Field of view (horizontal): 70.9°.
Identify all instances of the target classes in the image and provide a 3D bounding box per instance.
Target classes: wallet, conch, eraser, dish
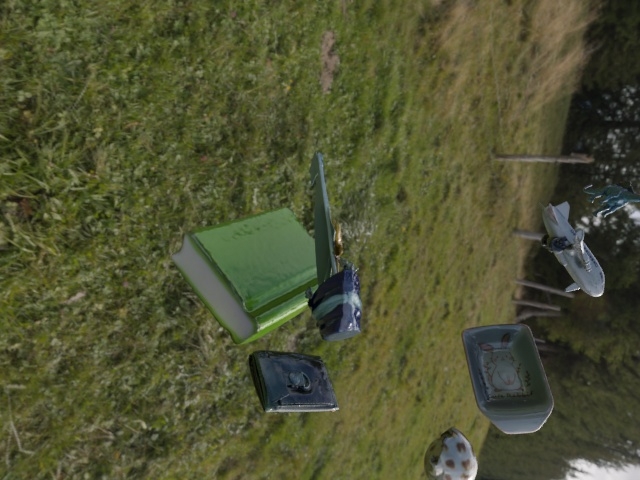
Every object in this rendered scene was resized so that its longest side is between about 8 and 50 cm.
[{"bbox_3d":[-0.062,0.355,1.135,0.236,0.160,0.055,15,128,-39],"label":"wallet"},{"bbox_3d":[0.405,0.679,1.382,0.182,0.149,0.275,-51,161,3],"label":"conch"},{"bbox_3d":[-0.104,0.054,0.833,0.092,0.210,0.274,-45,169,32],"label":"eraser"},{"bbox_3d":[0.404,0.303,0.985,0.064,0.154,0.234,75,12,-49],"label":"dish"}]

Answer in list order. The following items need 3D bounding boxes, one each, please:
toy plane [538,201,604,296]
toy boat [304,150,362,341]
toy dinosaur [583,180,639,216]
[{"bbox_3d":[0.403,0.015,0.728,0.171,0.066,0.162,68,16,0],"label":"toy plane"},{"bbox_3d":[0.000,0.000,0.672,0.220,0.067,0.291,114,-34,-69],"label":"toy boat"},{"bbox_3d":[0.557,-0.082,0.858,0.045,0.080,0.197,60,7,-13],"label":"toy dinosaur"}]
